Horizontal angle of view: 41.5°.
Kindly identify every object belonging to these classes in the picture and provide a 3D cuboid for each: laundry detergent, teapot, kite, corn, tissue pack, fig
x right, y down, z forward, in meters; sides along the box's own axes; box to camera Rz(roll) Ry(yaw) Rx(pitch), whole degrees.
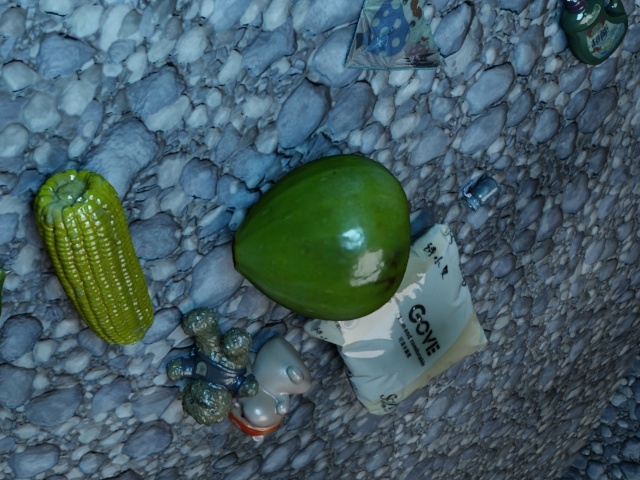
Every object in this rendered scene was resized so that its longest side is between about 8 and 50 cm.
[{"bbox_3d":[0.555,-0.463,1.737,0.144,0.078,0.221,-51,141,5],"label":"laundry detergent"},{"bbox_3d":[0.365,-0.109,1.913,0.083,0.049,0.063,-41,144,-4],"label":"teapot"},{"bbox_3d":[0.157,-0.401,1.468,0.314,0.011,0.335,-42,145,-5],"label":"kite"},{"bbox_3d":[-0.343,0.040,1.311,0.131,0.131,0.345,-30,140,-20],"label":"corn"},{"bbox_3d":[0.179,0.180,1.910,0.390,0.195,0.376,-37,130,-11],"label":"tissue pack"},{"bbox_3d":[0.000,0.000,1.488,0.316,0.316,0.316,-26,139,-24],"label":"fig"}]

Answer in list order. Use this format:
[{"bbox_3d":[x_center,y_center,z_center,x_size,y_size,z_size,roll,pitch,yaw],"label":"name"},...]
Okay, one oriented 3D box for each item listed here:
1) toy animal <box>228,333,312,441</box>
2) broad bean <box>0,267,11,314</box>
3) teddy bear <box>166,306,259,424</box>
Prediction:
[{"bbox_3d":[-0.119,0.306,1.760,0.198,0.171,0.171,-48,144,8],"label":"toy animal"},{"bbox_3d":[-0.544,0.157,1.304,0.060,0.043,0.298,18,113,-40],"label":"broad bean"},{"bbox_3d":[-0.198,0.244,1.649,0.129,0.181,0.252,-43,153,-62],"label":"teddy bear"}]
